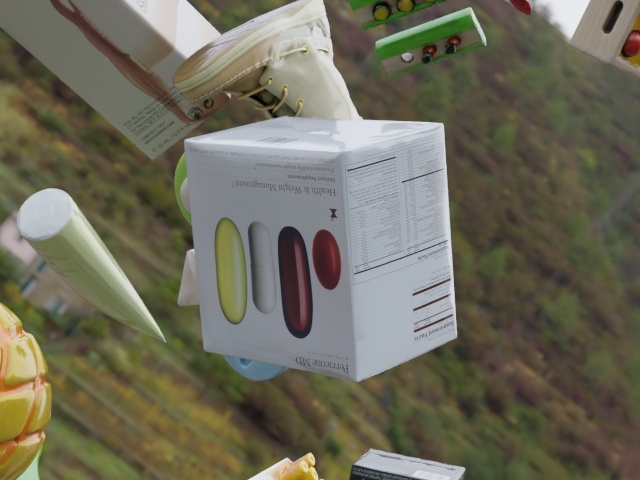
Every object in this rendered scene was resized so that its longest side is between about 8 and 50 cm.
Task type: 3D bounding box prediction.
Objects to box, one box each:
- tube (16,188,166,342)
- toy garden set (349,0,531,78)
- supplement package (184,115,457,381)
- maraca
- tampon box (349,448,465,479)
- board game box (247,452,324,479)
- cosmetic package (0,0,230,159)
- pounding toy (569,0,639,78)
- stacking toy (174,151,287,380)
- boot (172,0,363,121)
[{"bbox_3d":[-0.236,0.035,1.588,0.240,0.062,0.070,61,10,-56],"label":"tube"},{"bbox_3d":[0.115,-0.274,1.507,0.049,0.204,0.244,-87,153,-47],"label":"toy garden set"},{"bbox_3d":[0.000,0.000,1.395,0.194,0.203,0.149,6,17,41],"label":"supplement package"},{"bbox_3d":[-0.215,0.111,0.967,0.127,0.099,0.185,-72,152,-54],"label":"maraca"},{"bbox_3d":[0.090,0.333,1.744,0.120,0.161,0.101,9,5,14],"label":"tampon box"},{"bbox_3d":[0.005,0.494,2.110,0.390,0.050,0.390,59,16,7],"label":"board game box"},{"bbox_3d":[-0.245,-0.251,1.728,0.296,0.129,0.153,41,24,-31],"label":"cosmetic package"},{"bbox_3d":[0.404,-0.282,1.937,0.130,0.141,0.100,13,16,-47],"label":"pounding toy"},{"bbox_3d":[-0.117,0.017,1.964,0.279,0.309,0.130,17,22,36],"label":"stacking toy"},{"bbox_3d":[-0.043,-0.144,1.697,0.095,0.262,0.203,-14,-76,33],"label":"boot"}]
